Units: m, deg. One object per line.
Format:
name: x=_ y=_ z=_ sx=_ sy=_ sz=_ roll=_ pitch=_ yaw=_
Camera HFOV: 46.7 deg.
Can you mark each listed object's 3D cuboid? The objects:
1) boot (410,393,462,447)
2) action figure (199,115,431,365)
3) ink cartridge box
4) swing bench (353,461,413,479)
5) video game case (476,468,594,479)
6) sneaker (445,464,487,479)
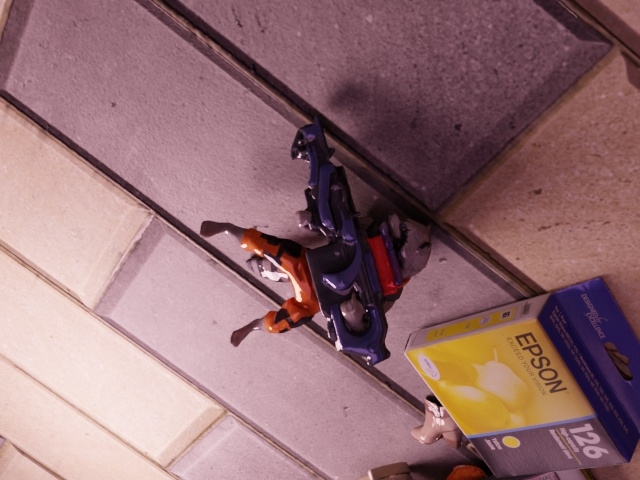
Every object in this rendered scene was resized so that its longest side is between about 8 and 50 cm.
boot: x=0.191 y=0.301 z=1.252 sx=0.118 sy=0.042 sz=0.087 roll=-1 pitch=112 yaw=45
action figure: x=0.000 y=0.000 z=1.067 sx=0.330 sy=0.178 sz=0.341 roll=-6 pitch=95 yaw=20
ink cartridge box: x=0.333 y=0.224 z=1.110 sx=0.307 sy=0.072 sz=0.304 roll=-21 pitch=114 yaw=37
swing bench: x=0.106 y=0.553 z=1.323 sx=0.254 sy=0.165 sz=0.253 roll=-36 pitch=62 yaw=38
video game case: x=0.364 y=0.494 z=1.281 sx=0.274 sy=0.035 sz=0.248 roll=-27 pitch=112 yaw=21
sneaker: x=0.237 y=0.458 z=1.332 sx=0.064 sy=0.067 sz=0.175 roll=35 pitch=130 yaw=-2
